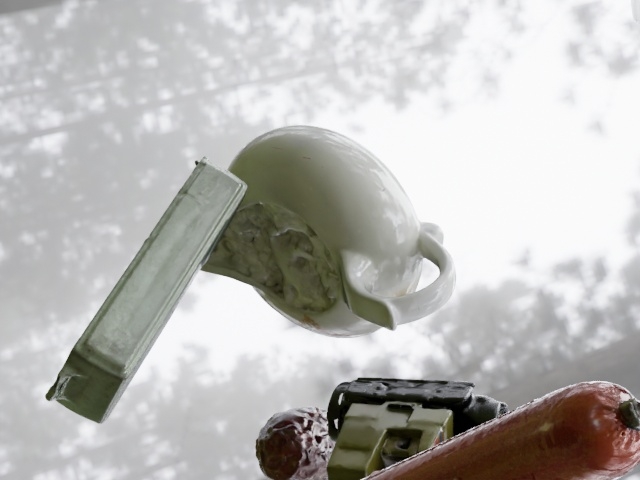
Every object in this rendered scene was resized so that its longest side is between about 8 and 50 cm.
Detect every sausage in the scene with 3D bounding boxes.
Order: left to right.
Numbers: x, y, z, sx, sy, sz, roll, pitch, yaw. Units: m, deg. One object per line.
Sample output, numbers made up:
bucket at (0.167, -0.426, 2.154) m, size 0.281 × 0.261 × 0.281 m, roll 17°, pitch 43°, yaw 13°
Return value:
sausage at (0.025, 0.091, 0.501) m, size 0.253 × 0.034 × 0.034 m, roll -37°, pitch -108°, yaw 50°

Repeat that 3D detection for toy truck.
toy truck at (0.073, 0.227, 1.076) m, size 0.127 × 0.127 × 0.257 m, roll 2°, pitch -59°, yaw 22°

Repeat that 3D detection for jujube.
jujube at (-0.018, 0.184, 1.313) m, size 0.077 × 0.129 × 0.077 m, roll -1°, pitch -92°, yaw 18°

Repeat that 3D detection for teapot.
teapot at (0.000, 0.000, 1.326) m, size 0.298 × 0.139 × 0.204 m, roll 12°, pitch -55°, yaw 41°

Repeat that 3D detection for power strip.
power strip at (-0.132, 0.037, 1.187) m, size 0.052 × 0.272 × 0.078 m, roll 30°, pitch -45°, yaw -2°

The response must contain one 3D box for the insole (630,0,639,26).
insole at (0.164, -0.132, 0.768) m, size 0.197 × 0.004 × 0.065 m, roll -50°, pitch 135°, yaw -76°
